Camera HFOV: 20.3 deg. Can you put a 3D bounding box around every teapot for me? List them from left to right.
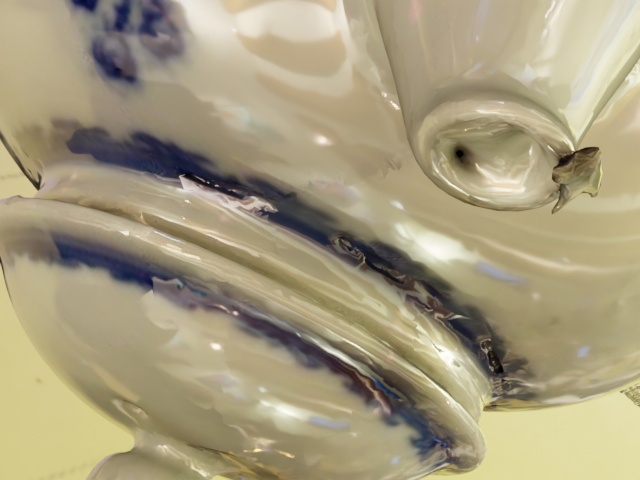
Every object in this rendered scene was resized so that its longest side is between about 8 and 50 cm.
[{"bbox_3d":[0.003,-0.026,0.532,0.252,0.424,0.280,29,74,-9],"label":"teapot"}]

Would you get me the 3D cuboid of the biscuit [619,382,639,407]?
[{"bbox_3d":[0.259,0.062,1.461,0.199,0.121,0.041,40,42,-27],"label":"biscuit"}]
